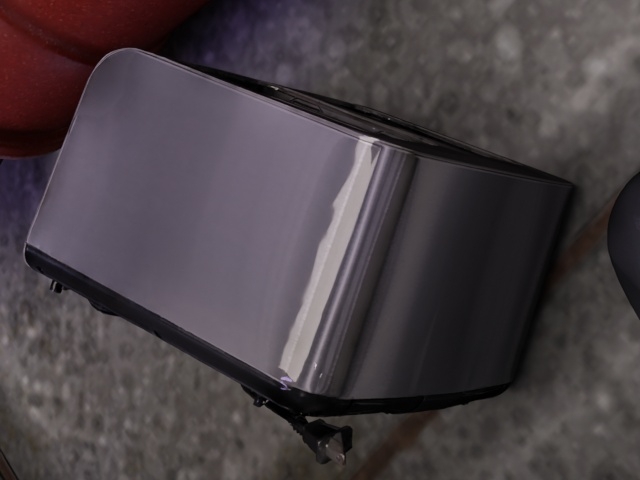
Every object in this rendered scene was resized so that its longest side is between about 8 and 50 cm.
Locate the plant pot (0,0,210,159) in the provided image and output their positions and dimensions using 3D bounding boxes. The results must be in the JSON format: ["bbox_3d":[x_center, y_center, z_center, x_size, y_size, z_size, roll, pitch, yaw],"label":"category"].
[{"bbox_3d":[-0.090,-0.216,0.551,0.265,0.272,0.272,-27,73,23],"label":"plant pot"}]

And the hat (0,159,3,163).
[{"bbox_3d":[-0.322,-0.097,0.743,0.331,0.331,0.134,64,159,19],"label":"hat"}]

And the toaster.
[{"bbox_3d":[0.000,0.000,0.522,0.185,0.168,0.110,24,102,34],"label":"toaster"}]

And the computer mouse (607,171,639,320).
[{"bbox_3d":[0.193,0.061,0.462,0.242,0.041,0.071,48,114,25],"label":"computer mouse"}]
